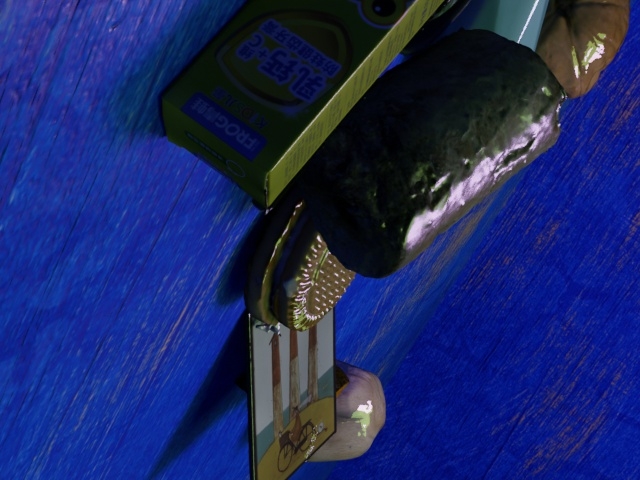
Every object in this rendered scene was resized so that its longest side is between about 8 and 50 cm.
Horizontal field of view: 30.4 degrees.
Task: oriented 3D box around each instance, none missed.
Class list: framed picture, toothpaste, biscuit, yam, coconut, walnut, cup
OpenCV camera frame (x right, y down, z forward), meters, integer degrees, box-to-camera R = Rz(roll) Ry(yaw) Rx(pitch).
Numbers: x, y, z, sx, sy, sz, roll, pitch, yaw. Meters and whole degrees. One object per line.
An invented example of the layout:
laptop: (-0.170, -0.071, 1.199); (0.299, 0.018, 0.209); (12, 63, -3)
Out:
framed picture: (-0.039, 0.202, 1.730); (0.244, 0.013, 0.324); (-36, 132, -53)
toothpaste: (0.013, -0.182, 0.974); (0.327, 0.110, 0.077); (-50, 169, -18)
biscuit: (0.000, 0.000, 1.466); (0.259, 0.079, 0.259); (-52, 162, -26)
yam: (0.109, -0.103, 1.306); (0.300, 0.195, 0.195); (-36, 161, -27)
coconut: (0.006, 0.312, 2.176); (0.224, 0.224, 0.224); (-51, 168, -15)
walnut: (0.319, -0.301, 1.631); (0.228, 0.228, 0.228); (-51, 168, -15)
cup: (0.215, -0.271, 1.455); (0.236, 0.148, 0.134); (108, 7, -47)

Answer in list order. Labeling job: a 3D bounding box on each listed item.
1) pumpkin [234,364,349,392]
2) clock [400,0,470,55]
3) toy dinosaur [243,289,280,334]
pumpkin: (-0.038, 0.226, 1.900); (0.126, 0.131, 0.248); (-46, 173, 0)
clock: (0.140, -0.322, 1.215); (0.281, 0.055, 0.281); (-51, 167, -16)
toy dinosaur: (-0.046, 0.076, 1.593); (0.220, 0.032, 0.108); (10, 104, -62)
